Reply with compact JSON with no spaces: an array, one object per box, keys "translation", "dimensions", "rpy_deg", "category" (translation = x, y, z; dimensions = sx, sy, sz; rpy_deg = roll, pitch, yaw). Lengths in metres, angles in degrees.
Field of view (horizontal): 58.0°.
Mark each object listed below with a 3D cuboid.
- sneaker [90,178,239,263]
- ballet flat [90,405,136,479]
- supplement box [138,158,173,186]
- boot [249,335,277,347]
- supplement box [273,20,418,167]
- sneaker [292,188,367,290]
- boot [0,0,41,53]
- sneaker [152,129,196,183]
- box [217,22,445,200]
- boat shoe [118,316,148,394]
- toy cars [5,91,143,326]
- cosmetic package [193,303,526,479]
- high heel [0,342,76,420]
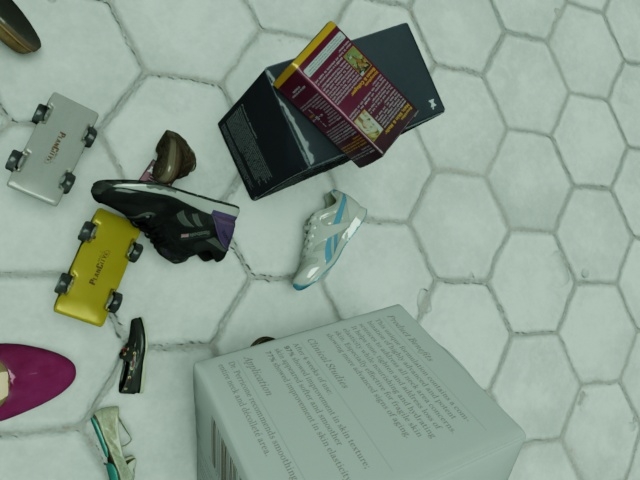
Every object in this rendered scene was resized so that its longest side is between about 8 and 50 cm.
[{"translation":[-0.254,-0.024,0.979],"dimensions":[0.283,0.107,0.124],"rpy_deg":[14,84,-49],"category":"sneaker"},{"translation":[-0.336,0.360,0.970],"dimensions":[0.052,0.057,0.168],"rpy_deg":[-17,92,-35],"category":"ballet flat"},{"translation":[-0.304,-0.095,1.041],"dimensions":[0.055,0.043,0.083],"rpy_deg":[33,71,-17],"category":"supplement box"},{"translation":[-0.129,0.272,1.044],"dimensions":[0.082,0.106,0.219],"rpy_deg":[34,71,-18],"category":"boot"},{"translation":[0.038,-0.214,0.866],"dimensions":[0.188,0.081,0.104],"rpy_deg":[43,69,-14],"category":"supplement box"},{"translation":[0.000,0.000,1.154],"dimensions":[0.092,0.087,0.228],"rpy_deg":[38,63,-9],"category":"sneaker"},{"translation":[-0.602,-0.398,0.928],"dimensions":[0.305,0.112,0.115],"rpy_deg":[41,100,-20],"category":"boot"},{"translation":[-0.245,-0.142,1.005],"dimensions":[0.071,0.188,0.066],"rpy_deg":[27,110,-26],"category":"sneaker"},{"translation":[0.009,-0.228,1.063],"dimensions":[0.296,0.294,0.182],"rpy_deg":[-26,95,-25],"category":"box"},{"translation":[-0.324,0.198,0.995],"dimensions":[0.042,0.049,0.133],"rpy_deg":[6,86,-32],"category":"boat shoe"},{"translation":[-0.414,-0.048,0.966],"dimensions":[0.176,0.087,0.393],"rpy_deg":[-20,89,-37],"category":"toy cars"},{"translation":[0.037,0.359,0.925],"dimensions":[0.394,0.329,0.327],"rpy_deg":[-11,125,-25],"category":"cosmetic package"},{"translation":[-0.548,0.224,0.816],"dimensions":[0.377,0.181,0.127],"rpy_deg":[-7,87,-25],"category":"high heel"}]
